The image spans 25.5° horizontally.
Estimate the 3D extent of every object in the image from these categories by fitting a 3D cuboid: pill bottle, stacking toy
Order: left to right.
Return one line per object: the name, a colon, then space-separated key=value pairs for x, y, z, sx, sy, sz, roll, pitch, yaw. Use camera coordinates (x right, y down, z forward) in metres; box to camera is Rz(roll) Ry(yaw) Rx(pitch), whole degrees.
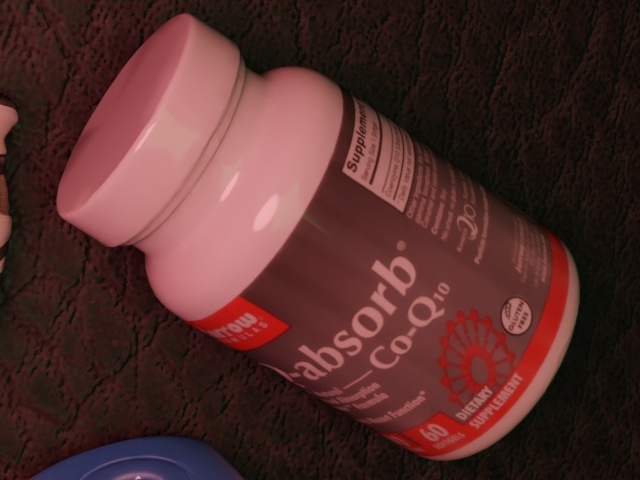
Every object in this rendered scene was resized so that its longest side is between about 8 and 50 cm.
stacking toy: x=-0.129 y=0.320 z=1.092 sx=0.175 sy=0.166 sz=0.302 roll=-13 pitch=115 yaw=-23
pill bottle: x=0.000 y=0.000 z=1.065 sx=0.363 sy=0.210 sz=0.210 roll=32 pitch=82 yaw=-22

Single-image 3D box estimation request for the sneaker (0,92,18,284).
sneaker: x=-0.415 y=0.025 z=0.909 sx=0.447 sy=0.169 sz=0.258 roll=-1 pitch=94 yaw=-26
